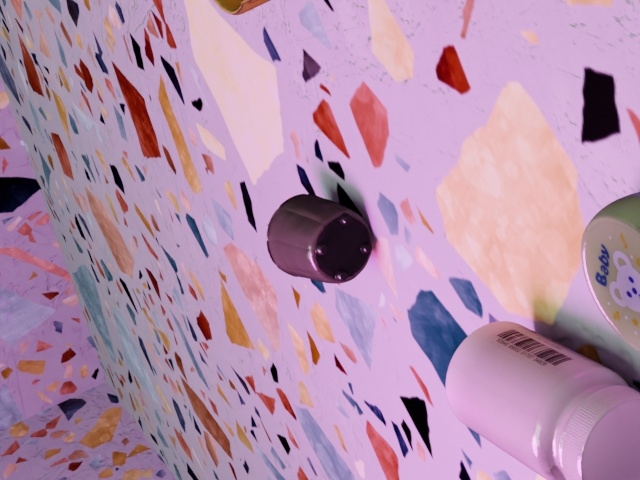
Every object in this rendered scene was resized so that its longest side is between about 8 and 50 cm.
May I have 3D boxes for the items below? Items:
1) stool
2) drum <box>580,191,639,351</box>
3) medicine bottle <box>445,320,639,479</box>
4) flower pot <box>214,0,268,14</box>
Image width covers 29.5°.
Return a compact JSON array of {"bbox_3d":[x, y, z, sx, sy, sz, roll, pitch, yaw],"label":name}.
[{"bbox_3d":[0.000,0.000,1.344,0.110,0.096,0.096,16,128,57],"label":"stool"},{"bbox_3d":[0.263,0.046,0.778,0.253,0.049,0.130,36,145,55],"label":"drum"},{"bbox_3d":[0.191,0.139,0.995,0.186,0.103,0.103,27,137,60],"label":"medicine bottle"},{"bbox_3d":[-0.016,-0.289,0.917,0.195,0.179,0.195,54,158,33],"label":"flower pot"}]
